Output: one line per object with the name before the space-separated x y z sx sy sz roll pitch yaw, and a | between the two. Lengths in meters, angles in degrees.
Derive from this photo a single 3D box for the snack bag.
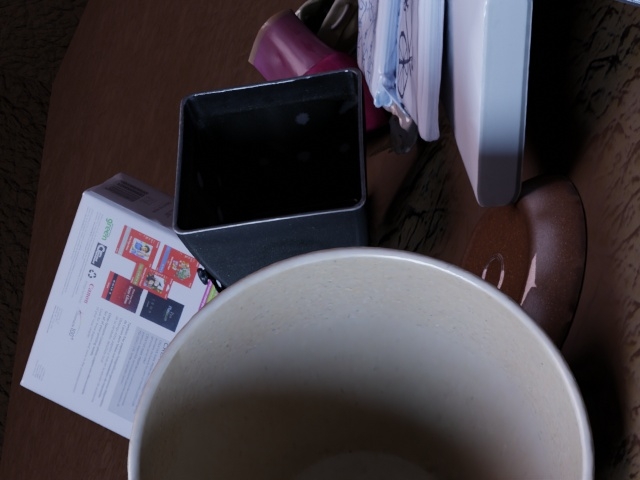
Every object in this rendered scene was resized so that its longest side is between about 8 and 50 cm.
snack bag | 0.069 -0.275 1.503 0.342 0.037 0.323 -110 19 -67

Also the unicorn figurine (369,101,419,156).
unicorn figurine | 0.087 -0.153 1.704 0.162 0.060 0.111 -91 9 -76

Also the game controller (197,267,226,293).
game controller | -0.109 0.025 1.907 0.319 0.067 0.166 -113 5 -69

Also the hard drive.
hard drive | 0.126 -0.199 1.412 0.307 0.040 0.203 -103 9 -53

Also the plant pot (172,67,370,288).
plant pot | -0.033 -0.040 1.641 0.167 0.187 0.188 72 -166 -50

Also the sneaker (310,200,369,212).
sneaker | 0.000 0.000 1.767 0.130 0.109 0.286 -51 32 17

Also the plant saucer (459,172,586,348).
plant saucer | 0.158 0.034 1.370 0.198 0.036 0.199 -165 90 -71

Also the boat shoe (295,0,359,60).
boat shoe | 0.015 -0.254 1.916 0.302 0.094 0.109 139 142 -60

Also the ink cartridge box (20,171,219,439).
ink cartridge box | -0.229 0.109 2.228 0.309 0.272 0.130 -68 -11 21

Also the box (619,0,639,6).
box | 0.182 -0.258 1.087 0.242 0.307 0.077 144 133 -64

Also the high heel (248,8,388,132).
high heel | -0.021 -0.101 1.935 0.181 0.127 0.377 48 159 17

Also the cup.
cup | 0.033 0.203 1.250 0.237 0.331 0.331 85 -171 -62
